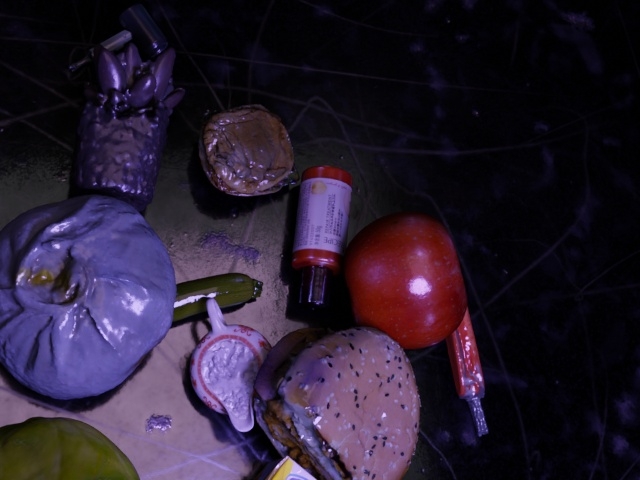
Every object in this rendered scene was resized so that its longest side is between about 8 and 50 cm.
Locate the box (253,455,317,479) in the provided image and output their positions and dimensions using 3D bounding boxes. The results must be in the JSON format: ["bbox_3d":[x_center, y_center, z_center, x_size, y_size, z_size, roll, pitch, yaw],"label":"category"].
[{"bbox_3d":[-0.006,0.501,1.801,0.265,0.168,0.097,39,68,0],"label":"box"}]

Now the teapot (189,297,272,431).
[{"bbox_3d":[-0.161,0.222,1.863,0.159,0.116,0.245,-27,83,16],"label":"teapot"}]

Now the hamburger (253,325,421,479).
[{"bbox_3d":[0.037,0.291,1.825,0.318,0.195,0.277,55,53,-26],"label":"hamburger"}]

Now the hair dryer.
[{"bbox_3d":[-0.408,-0.381,2.030,0.198,0.057,0.100,-33,84,-15],"label":"hair dryer"}]

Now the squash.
[{"bbox_3d":[-0.225,0.105,1.914,0.258,0.069,0.069,-15,78,-20],"label":"squash"}]

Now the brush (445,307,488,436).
[{"bbox_3d":[0.280,0.226,2.027,0.051,0.070,0.323,-9,77,-15],"label":"brush"}]

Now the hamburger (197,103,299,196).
[{"bbox_3d":[-0.148,-0.173,2.010,0.206,0.130,0.183,-11,77,-39],"label":"hamburger"}]

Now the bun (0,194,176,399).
[{"bbox_3d":[-0.423,0.090,1.765,0.362,0.211,0.361,1,77,-4],"label":"bun"}]

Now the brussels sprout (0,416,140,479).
[{"bbox_3d":[-0.446,0.452,1.644,0.344,0.268,0.344,-2,69,6],"label":"brussels sprout"}]

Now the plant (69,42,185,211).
[{"bbox_3d":[-0.359,-0.220,1.921,0.194,0.181,0.320,11,75,-13],"label":"plant"}]

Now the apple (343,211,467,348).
[{"bbox_3d":[0.157,0.074,1.936,0.217,0.260,0.260,-12,75,4],"label":"apple"}]

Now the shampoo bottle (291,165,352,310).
[{"bbox_3d":[0.000,0.000,1.995,0.104,0.104,0.278,11,71,-13],"label":"shampoo bottle"}]
